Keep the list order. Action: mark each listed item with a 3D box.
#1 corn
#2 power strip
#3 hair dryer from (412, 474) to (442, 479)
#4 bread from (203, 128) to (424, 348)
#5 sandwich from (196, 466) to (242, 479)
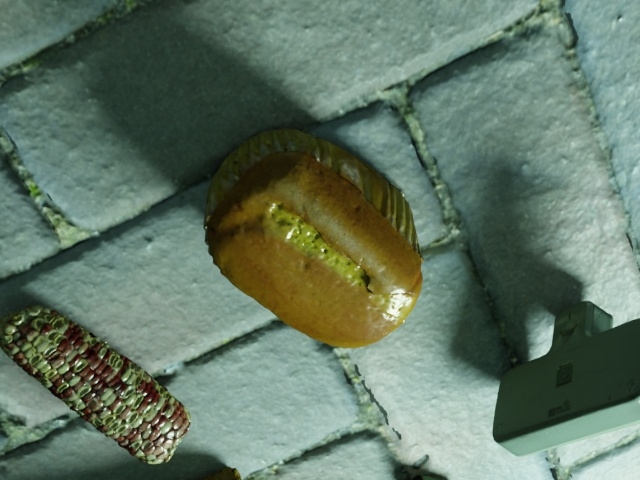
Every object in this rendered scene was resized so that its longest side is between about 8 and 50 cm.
[{"bbox_3d":[-0.294,0.184,0.994,0.290,0.098,0.098,42,101,-16],"label":"corn"},{"bbox_3d":[0.346,0.172,1.019,0.059,0.194,0.265,33,141,-16],"label":"power strip"},{"bbox_3d":[0.152,0.425,1.179,0.071,0.047,0.150,22,118,-13],"label":"hair dryer"},{"bbox_3d":[0.000,0.000,0.923,0.288,0.156,0.204,39,104,-21],"label":"bread"},{"bbox_3d":[-0.226,0.486,1.120,0.301,0.099,0.271,-13,117,-5],"label":"sandwich"}]
